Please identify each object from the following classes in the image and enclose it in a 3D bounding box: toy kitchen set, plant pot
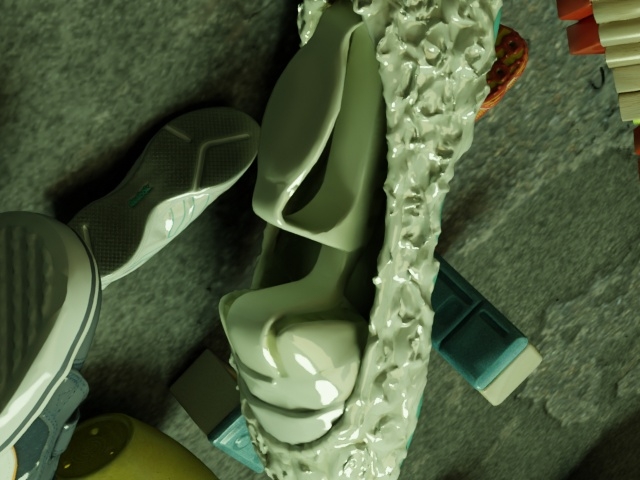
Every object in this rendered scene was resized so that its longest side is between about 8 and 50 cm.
[{"bbox_3d":[0.027,0.094,1.349,0.207,0.122,0.166,-46,148,0],"label":"toy kitchen set"},{"bbox_3d":[-0.136,0.173,1.267,0.134,0.134,0.095,-35,119,-17],"label":"plant pot"}]

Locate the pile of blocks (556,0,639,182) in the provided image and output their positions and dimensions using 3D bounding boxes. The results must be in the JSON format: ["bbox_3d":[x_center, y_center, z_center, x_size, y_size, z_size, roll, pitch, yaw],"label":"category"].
[{"bbox_3d":[0.238,-0.157,1.354,0.113,0.149,0.362,-7,141,19],"label":"pile of blocks"}]

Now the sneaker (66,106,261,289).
[{"bbox_3d":[-0.099,-0.026,1.149,0.152,0.053,0.061,-40,171,-16],"label":"sneaker"}]

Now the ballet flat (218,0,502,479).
[{"bbox_3d":[0.000,0.000,1.168,0.147,0.147,0.409,-7,116,-45],"label":"ballet flat"}]

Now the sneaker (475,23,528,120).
[{"bbox_3d":[0.066,-0.083,1.271,0.175,0.064,0.067,-39,167,-1],"label":"sneaker"}]

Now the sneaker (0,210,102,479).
[{"bbox_3d":[-0.211,0.114,1.102,0.321,0.126,0.127,-48,145,21],"label":"sneaker"}]
